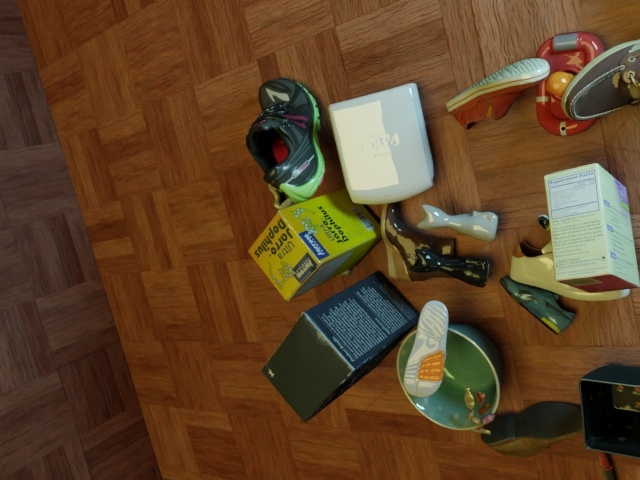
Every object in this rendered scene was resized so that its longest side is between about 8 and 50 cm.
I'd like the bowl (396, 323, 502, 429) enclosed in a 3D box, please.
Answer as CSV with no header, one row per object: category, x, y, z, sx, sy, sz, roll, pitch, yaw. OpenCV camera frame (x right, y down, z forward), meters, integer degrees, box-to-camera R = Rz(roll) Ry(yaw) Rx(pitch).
bowl,0.393,0.363,1.732,0.312,0.163,0.311,14,114,34

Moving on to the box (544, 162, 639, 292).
box,0.607,-0.019,1.346,0.117,0.214,0.242,-12,72,40

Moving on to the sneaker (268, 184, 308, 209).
sneaker,-0.113,-0.210,1.971,0.103,0.111,0.252,0,105,38

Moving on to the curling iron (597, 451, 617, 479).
curling iron,0.766,0.585,1.591,0.068,0.035,0.274,-10,100,27

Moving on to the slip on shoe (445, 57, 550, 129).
slip on shoe,0.429,-0.347,1.448,0.101,0.123,0.331,57,158,-8

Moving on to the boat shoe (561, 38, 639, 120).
boat shoe,0.670,-0.341,1.231,0.342,0.123,0.123,-26,122,20

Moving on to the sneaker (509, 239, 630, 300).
sneaker,0.612,0.067,1.495,0.290,0.106,0.123,13,115,36

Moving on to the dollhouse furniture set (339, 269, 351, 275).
dollhouse furniture set,0.051,0.086,2.011,0.114,0.091,0.081,0,63,16

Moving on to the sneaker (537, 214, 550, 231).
sneaker,0.585,-0.032,1.530,0.083,0.035,0.031,39,126,22

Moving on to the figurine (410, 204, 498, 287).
figurine,0.360,0.008,1.639,0.210,0.092,0.214,9,112,12

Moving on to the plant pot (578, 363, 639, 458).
plant pot,0.752,0.396,1.457,0.188,0.167,0.187,-1,105,39

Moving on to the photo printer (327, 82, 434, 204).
photo printer,0.174,-0.257,1.687,0.256,0.107,0.307,-11,99,16

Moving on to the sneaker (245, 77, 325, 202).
sneaker,-0.118,-0.334,1.799,0.185,0.202,0.482,-43,45,31

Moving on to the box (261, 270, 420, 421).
box,0.070,0.308,1.817,0.212,0.395,0.293,47,128,16

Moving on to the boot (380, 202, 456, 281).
boot,0.290,-0.002,1.763,0.207,0.090,0.248,-4,100,26

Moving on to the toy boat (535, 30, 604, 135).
toy boat,0.555,-0.352,1.368,0.151,0.151,0.231,4,107,38

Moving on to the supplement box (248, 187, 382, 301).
supplement box,0.000,0.000,1.793,0.195,0.356,0.194,50,128,13

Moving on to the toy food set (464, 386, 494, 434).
toy food set,0.429,0.455,1.619,0.078,0.019,0.122,-2,96,38

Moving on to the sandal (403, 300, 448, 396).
sandal,0.301,0.294,1.637,0.102,0.076,0.265,14,92,19

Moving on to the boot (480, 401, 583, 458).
boot,0.612,0.537,1.683,0.305,0.112,0.115,-27,117,37

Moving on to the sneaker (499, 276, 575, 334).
sneaker,0.573,0.154,1.595,0.082,0.069,0.209,-49,60,4
